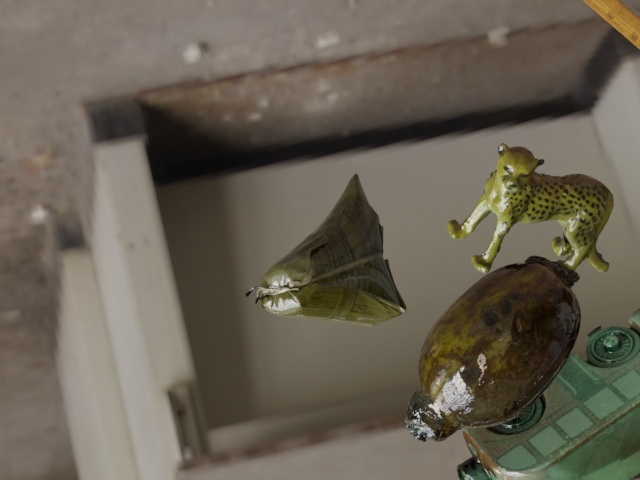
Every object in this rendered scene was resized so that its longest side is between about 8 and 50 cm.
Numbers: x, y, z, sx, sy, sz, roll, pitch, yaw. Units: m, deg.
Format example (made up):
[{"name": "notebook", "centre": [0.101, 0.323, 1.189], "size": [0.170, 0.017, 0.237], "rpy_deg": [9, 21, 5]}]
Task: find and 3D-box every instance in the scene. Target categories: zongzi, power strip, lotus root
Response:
[{"name": "zongzi", "centre": [-0.003, 0.000, 2.151], "size": [0.205, 0.204, 0.094], "rpy_deg": [7, 158, -43]}, {"name": "power strip", "centre": [0.353, -0.239, 1.971], "size": [0.049, 0.178, 0.028], "rpy_deg": [24, 110, -40]}, {"name": "lotus root", "centre": [0.154, 0.099, 1.556], "size": [0.209, 0.120, 0.120], "rpy_deg": [-47, 167, -12]}]

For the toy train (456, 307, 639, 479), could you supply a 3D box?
[{"name": "toy train", "centre": [0.320, 0.222, 2.130], "size": [0.326, 0.159, 0.129], "rpy_deg": [-32, 130, -11]}]

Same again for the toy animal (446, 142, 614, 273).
[{"name": "toy animal", "centre": [0.221, -0.030, 1.667], "size": [0.181, 0.073, 0.136], "rpy_deg": [9, 130, -24]}]
